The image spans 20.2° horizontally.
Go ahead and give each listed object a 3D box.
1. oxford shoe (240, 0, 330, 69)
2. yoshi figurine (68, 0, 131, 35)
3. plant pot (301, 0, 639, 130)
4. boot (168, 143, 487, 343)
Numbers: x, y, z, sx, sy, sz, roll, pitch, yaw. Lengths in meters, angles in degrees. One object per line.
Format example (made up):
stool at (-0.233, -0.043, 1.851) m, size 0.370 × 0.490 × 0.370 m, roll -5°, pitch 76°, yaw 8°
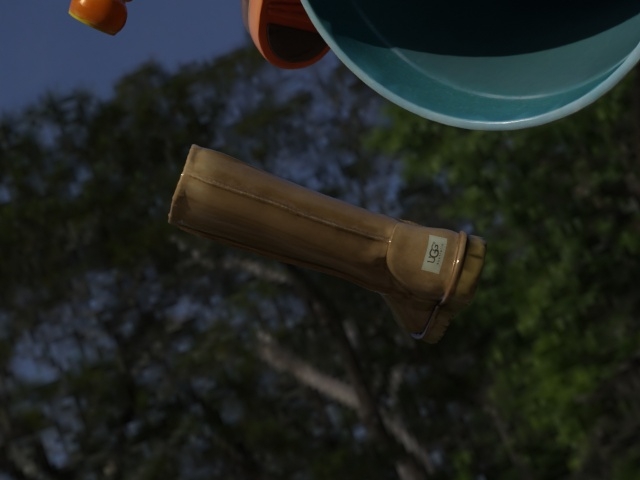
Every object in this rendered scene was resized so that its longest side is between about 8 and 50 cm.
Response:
oxford shoe at (-0.030, -0.369, 1.867) m, size 0.130 × 0.133 × 0.364 m, roll 0°, pitch -62°, yaw -27°
yoshi figurine at (-0.197, -0.404, 1.861) m, size 0.203 × 0.203 × 0.362 m, roll 22°, pitch -79°, yaw -46°
plant pot at (0.151, -0.236, 1.187) m, size 0.271 × 0.272 × 0.255 m, roll -39°, pitch -3°, yaw 36°
boot at (0.000, 0.000, 1.616) m, size 0.269 × 0.089 × 0.236 m, roll 17°, pitch -18°, yaw -3°
